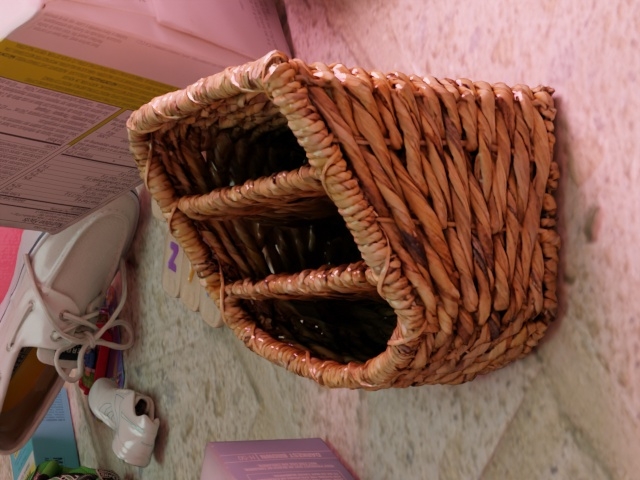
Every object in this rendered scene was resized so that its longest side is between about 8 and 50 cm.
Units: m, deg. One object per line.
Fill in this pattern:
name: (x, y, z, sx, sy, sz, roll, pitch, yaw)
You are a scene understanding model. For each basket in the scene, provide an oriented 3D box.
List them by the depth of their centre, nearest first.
basket: (0.000, 0.000, 1.094, 0.299, 0.223, 0.213, -6, 82, 63)

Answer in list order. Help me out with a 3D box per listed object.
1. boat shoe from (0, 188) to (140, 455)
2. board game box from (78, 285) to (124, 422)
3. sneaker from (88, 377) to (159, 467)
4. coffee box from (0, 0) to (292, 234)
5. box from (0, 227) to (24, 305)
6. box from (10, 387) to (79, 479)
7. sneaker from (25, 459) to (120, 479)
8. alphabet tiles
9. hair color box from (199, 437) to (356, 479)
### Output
boat shoe: (-0.296, 0.100, 1.749, 0.367, 0.136, 0.156, -55, 49, 18)
board game box: (-0.278, 0.136, 1.856, 0.133, 0.033, 0.169, -43, 50, 54)
sneaker: (-0.212, 0.189, 1.710, 0.061, 0.053, 0.152, -63, 35, 13)
coffee box: (-0.286, -0.234, 1.380, 0.334, 0.338, 0.338, -28, 70, 29)
box: (-0.408, 0.031, 2.023, 0.148, 0.126, 0.232, -23, 68, 62)
box: (-0.344, 0.314, 1.943, 0.100, 0.060, 0.244, -58, 38, 45)
sneaker: (-0.261, 0.321, 1.697, 0.343, 0.134, 0.146, 11, 72, 53)
alphabet tiles: (-0.109, -0.064, 1.546, 0.284, 0.021, 0.278, 28, 113, 62)
hair color box: (0.009, 0.320, 1.169, 0.374, 0.113, 0.185, -136, 53, -57)
